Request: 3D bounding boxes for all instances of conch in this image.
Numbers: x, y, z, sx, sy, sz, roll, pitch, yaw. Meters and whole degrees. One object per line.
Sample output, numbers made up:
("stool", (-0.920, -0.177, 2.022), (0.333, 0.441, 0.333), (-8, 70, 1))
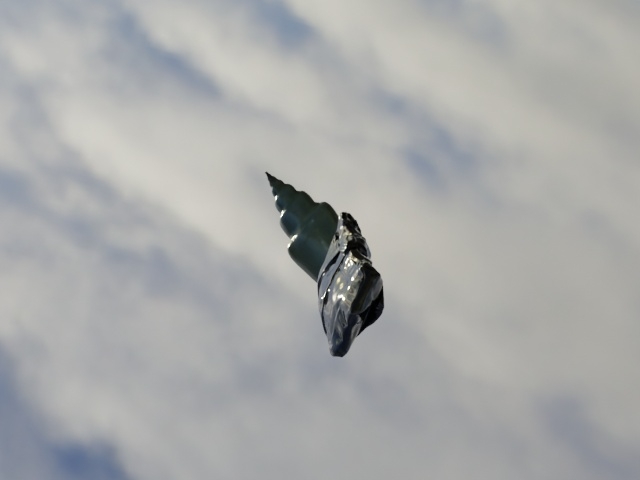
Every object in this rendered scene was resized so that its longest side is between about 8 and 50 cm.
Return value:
("conch", (-0.005, 0.004, 1.735), (0.180, 0.065, 0.088), (56, 165, 1))

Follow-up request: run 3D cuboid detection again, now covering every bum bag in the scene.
("bum bag", (0.026, 0.038, 1.415), (0.049, 0.087, 0.197), (18, -167, -8))
